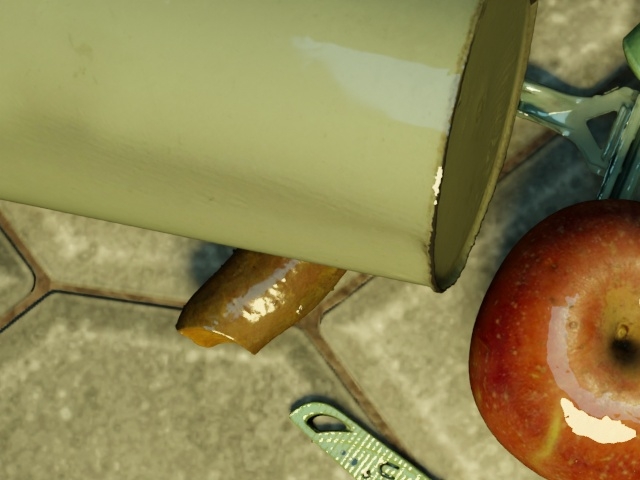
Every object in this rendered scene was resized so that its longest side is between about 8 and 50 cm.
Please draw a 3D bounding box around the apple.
[{"bbox_3d":[0.198,0.074,1.132,0.201,0.162,0.201,0,84,-1],"label":"apple"}]

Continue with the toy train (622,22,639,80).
[{"bbox_3d":[0.388,-0.188,1.029,0.253,0.160,0.397,42,123,-10],"label":"toy train"}]

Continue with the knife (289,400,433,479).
[{"bbox_3d":[0.097,0.211,1.213,0.293,0.020,0.043,38,97,7],"label":"knife"}]

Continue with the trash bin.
[{"bbox_3d":[-0.093,-0.134,1.094,0.432,0.280,0.280,14,92,14],"label":"trash bin"}]

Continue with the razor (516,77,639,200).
[{"bbox_3d":[0.112,-0.118,1.199,0.277,0.056,0.111,23,96,15],"label":"razor"}]

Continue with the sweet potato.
[{"bbox_3d":[0.000,0.000,1.205,0.243,0.077,0.077,-40,84,-5],"label":"sweet potato"}]
